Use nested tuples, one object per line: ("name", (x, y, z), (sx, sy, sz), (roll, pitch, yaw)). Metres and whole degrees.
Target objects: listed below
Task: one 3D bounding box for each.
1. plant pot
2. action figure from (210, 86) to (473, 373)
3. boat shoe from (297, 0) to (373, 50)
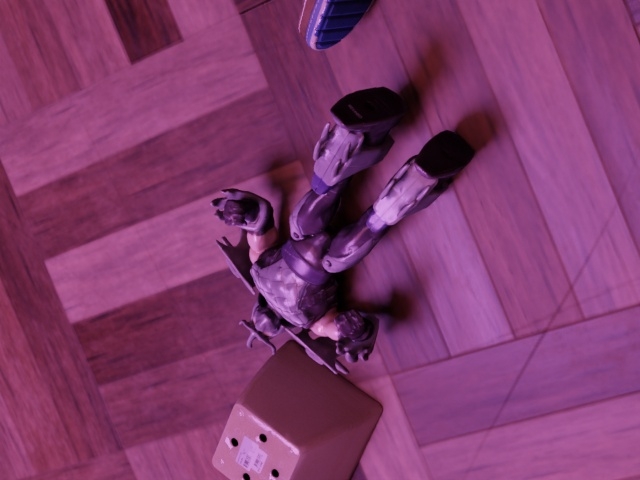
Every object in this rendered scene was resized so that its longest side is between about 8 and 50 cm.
("plant pot", (-0.030, 0.171, 1.527), (0.109, 0.096, 0.109), (35, 123, 19))
("action figure", (0.000, 0.000, 1.447), (0.185, 0.099, 0.285), (40, 129, 6))
("boat shoe", (0.018, -0.239, 1.373), (0.066, 0.066, 0.183), (34, 113, 26))
